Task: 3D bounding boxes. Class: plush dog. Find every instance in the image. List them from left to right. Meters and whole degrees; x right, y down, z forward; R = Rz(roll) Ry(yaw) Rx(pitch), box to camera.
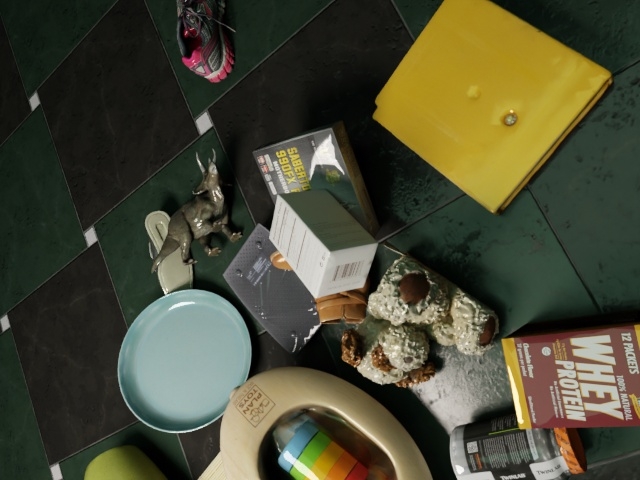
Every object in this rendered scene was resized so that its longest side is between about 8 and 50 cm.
[{"bbox_3d":[0.140,0.149,0.955,0.225,0.262,0.210,-57,31,6],"label":"plush dog"}]

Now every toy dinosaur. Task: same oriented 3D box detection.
[{"bbox_3d":[-0.284,-0.041,1.258,0.313,0.121,0.160,-47,57,23],"label":"toy dinosaur"}]

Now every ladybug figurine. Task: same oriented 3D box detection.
[{"bbox_3d":[0.008,0.421,1.004,0.449,0.162,0.305,38,76,20],"label":"ladybug figurine"}]

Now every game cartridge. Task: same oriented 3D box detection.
[{"bbox_3d":[0.280,-0.253,0.958,0.323,0.053,0.285,46,111,25],"label":"game cartridge"}]

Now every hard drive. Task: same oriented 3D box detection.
[{"bbox_3d":[-0.083,0.102,1.157,0.255,0.054,0.172,45,110,22],"label":"hard drive"}]

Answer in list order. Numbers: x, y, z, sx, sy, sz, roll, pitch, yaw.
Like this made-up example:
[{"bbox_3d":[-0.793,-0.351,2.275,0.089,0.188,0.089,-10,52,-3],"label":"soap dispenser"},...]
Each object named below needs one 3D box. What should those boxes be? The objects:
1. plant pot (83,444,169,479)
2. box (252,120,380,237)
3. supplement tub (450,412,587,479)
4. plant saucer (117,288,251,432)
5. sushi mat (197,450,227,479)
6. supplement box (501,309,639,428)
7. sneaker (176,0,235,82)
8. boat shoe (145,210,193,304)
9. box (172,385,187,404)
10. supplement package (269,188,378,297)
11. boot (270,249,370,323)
[{"bbox_3d":[-0.442,0.644,1.265,0.274,0.275,0.293,-55,49,18],"label":"plant pot"},{"bbox_3d":[-0.006,-0.098,1.059,0.183,0.056,0.231,-10,112,30],"label":"box"},{"bbox_3d":[0.320,0.344,0.882,0.190,0.117,0.117,-24,77,29],"label":"supplement tub"},{"bbox_3d":[-0.304,0.270,1.229,0.318,0.043,0.317,-4,68,10],"label":"plant saucer"},{"bbox_3d":[-0.182,0.520,1.193,0.316,0.019,0.151,-54,51,26],"label":"sushi mat"},{"bbox_3d":[0.394,0.184,0.796,0.191,0.194,0.129,-13,82,29],"label":"supplement box"},{"bbox_3d":[-0.284,-0.522,1.252,0.121,0.112,0.299,-23,77,28],"label":"sneaker"},{"bbox_3d":[-0.370,0.045,1.327,0.079,0.084,0.233,-25,82,67],"label":"boat shoe"},{"bbox_3d":[-0.315,0.370,1.271,0.052,0.083,0.062,44,110,22],"label":"box"},{"bbox_3d":[0.000,0.000,0.961,0.179,0.105,0.105,50,137,40],"label":"supplement package"},{"bbox_3d":[-0.002,0.086,1.047,0.197,0.073,0.152,-1,68,3],"label":"boot"}]
